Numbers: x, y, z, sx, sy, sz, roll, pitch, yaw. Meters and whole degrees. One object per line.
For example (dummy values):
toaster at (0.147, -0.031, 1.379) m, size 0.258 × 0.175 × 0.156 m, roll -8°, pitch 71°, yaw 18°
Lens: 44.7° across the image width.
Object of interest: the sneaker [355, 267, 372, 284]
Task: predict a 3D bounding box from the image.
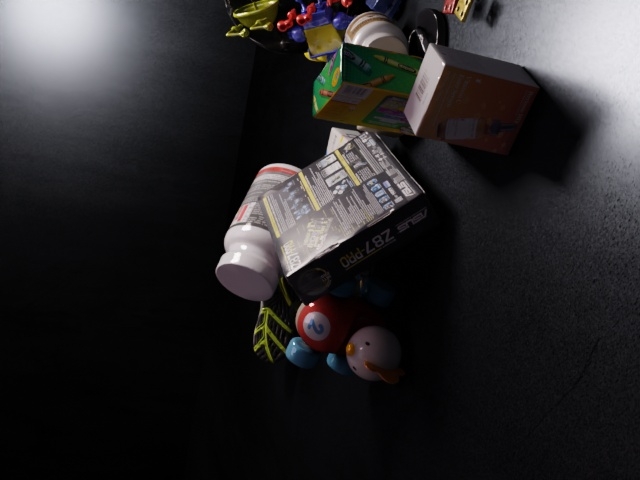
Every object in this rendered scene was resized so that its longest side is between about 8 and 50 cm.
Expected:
sneaker at (0.057, 0.075, 1.800) m, size 0.145 × 0.090 × 0.270 m, roll -46°, pitch -1°, yaw 7°

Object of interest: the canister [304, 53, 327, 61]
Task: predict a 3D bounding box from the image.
canister at (0.010, -0.611, 2.393) m, size 0.170 × 0.073 × 0.126 m, roll -135°, pitch 55°, yaw -68°

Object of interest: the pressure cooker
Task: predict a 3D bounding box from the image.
pressure cooker at (-0.061, -0.765, 2.143) m, size 0.420 × 0.370 × 0.375 m, roll -80°, pitch -27°, yaw -47°

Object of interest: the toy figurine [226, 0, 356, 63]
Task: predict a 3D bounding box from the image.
toy figurine at (-0.027, -0.513, 1.962) m, size 0.191 × 0.363 × 0.217 m, roll -79°, pitch -30°, yaw -41°

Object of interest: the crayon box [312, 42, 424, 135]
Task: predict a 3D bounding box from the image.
crayon box at (0.142, -0.268, 1.434) m, size 0.165 × 0.279 × 0.081 m, roll 145°, pitch 130°, yaw -67°

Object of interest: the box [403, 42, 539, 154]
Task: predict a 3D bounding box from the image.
box at (0.243, -0.229, 1.269) m, size 0.091 × 0.171 × 0.130 m, roll -104°, pitch 27°, yaw -54°

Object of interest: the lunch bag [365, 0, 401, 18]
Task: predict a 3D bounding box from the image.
lunch bag at (0.160, -0.584, 1.900) m, size 0.067 × 0.065 × 0.098 m, roll -57°, pitch 24°, yaw 22°

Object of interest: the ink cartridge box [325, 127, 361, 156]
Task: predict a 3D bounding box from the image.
ink cartridge box at (0.076, -0.193, 1.963) m, size 0.231 × 0.078 × 0.134 m, roll -122°, pitch 43°, yaw -65°

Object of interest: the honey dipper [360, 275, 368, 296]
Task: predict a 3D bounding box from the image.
honey dipper at (0.100, 0.127, 1.830) m, size 0.030 × 0.031 × 0.160 m, roll 139°, pitch 132°, yaw -65°

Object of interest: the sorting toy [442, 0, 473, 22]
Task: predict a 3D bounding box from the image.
sorting toy at (0.299, -0.541, 1.449) m, size 0.132 × 0.046 × 0.274 m, roll -136°, pitch 56°, yaw -70°

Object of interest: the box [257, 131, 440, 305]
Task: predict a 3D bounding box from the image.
box at (0.043, -0.067, 1.660) m, size 0.097 × 0.318 × 0.395 m, roll 59°, pitch -178°, yaw -29°

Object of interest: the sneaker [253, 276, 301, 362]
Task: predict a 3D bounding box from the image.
sneaker at (-0.123, 0.172, 2.351) m, size 0.147 × 0.145 × 0.384 m, roll 81°, pitch -156°, yaw -86°

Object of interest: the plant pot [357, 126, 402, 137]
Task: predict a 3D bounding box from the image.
plant pot at (0.157, -0.289, 1.712) m, size 0.096 × 0.109 × 0.109 m, roll 11°, pitch 93°, yaw 63°

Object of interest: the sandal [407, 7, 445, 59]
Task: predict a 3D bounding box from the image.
sandal at (0.218, -0.382, 1.625) m, size 0.097 × 0.055 × 0.254 m, roll 131°, pitch 143°, yaw -61°

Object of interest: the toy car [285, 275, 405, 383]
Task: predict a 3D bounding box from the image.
toy car at (0.078, 0.211, 1.597) m, size 0.219 × 0.210 × 0.238 m, roll -64°, pitch 34°, yaw 16°

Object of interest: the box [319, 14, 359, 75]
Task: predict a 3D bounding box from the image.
box at (0.067, -0.500, 2.165) m, size 0.324 × 0.063 × 0.067 m, roll 131°, pitch 143°, yaw -61°

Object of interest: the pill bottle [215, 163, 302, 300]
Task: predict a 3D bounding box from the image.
pill bottle at (-0.147, -0.024, 2.205) m, size 0.363 × 0.210 × 0.210 m, roll -66°, pitch 6°, yaw -33°

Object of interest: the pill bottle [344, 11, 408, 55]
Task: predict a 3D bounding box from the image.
pill bottle at (0.130, -0.435, 1.766) m, size 0.229 × 0.131 × 0.131 m, roll -100°, pitch 23°, yaw -64°
